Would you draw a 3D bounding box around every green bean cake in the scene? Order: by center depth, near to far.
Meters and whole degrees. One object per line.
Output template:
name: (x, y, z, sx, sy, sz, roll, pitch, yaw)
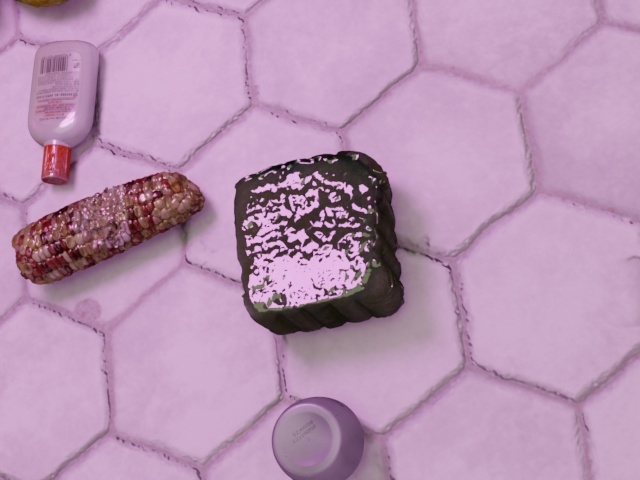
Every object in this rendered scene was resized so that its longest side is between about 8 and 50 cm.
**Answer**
green bean cake: (0.000, 0.000, 1.409, 0.222, 0.125, 0.227, -12, 71, 14)

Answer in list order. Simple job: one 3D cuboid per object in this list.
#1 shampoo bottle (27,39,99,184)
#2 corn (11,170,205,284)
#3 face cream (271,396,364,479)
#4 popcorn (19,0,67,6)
shampoo bottle: (-0.395, -0.195, 1.605, 0.108, 0.051, 0.221, -2, 76, 14)
corn: (-0.305, -0.022, 1.512, 0.289, 0.098, 0.098, -22, 71, 8)
face cream: (-0.005, 0.258, 1.350, 0.117, 0.104, 0.117, -4, 76, 15)
popcorn: (-0.433, -0.468, 1.616, 0.197, 0.212, 0.198, 8, 64, -16)
